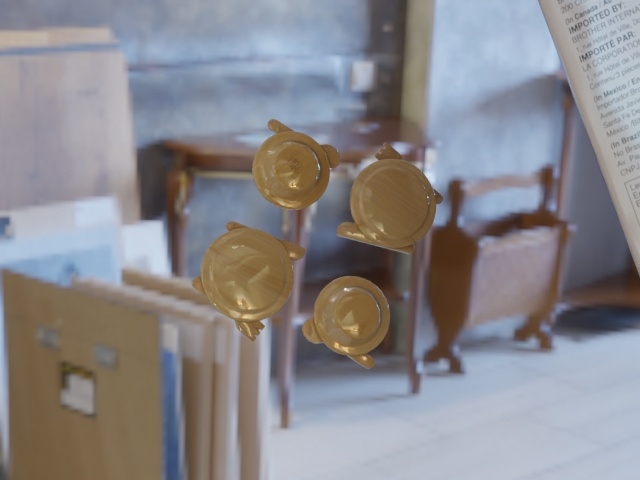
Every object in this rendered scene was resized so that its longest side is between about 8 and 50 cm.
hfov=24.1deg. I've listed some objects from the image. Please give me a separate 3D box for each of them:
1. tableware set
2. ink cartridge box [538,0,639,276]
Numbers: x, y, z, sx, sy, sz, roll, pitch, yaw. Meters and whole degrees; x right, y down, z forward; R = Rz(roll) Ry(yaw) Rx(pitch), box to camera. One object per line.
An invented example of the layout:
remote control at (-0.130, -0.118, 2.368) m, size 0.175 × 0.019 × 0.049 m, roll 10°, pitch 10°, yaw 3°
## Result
tableware set at (0.000, 0.000, 1.035) m, size 0.141 × 0.169 × 0.020 m, roll 25°, pitch -14°, yaw -11°
ink cartridge box at (0.281, -0.099, 0.777) m, size 0.270 × 0.395 × 0.151 m, roll -25°, pitch -10°, yaw 34°
